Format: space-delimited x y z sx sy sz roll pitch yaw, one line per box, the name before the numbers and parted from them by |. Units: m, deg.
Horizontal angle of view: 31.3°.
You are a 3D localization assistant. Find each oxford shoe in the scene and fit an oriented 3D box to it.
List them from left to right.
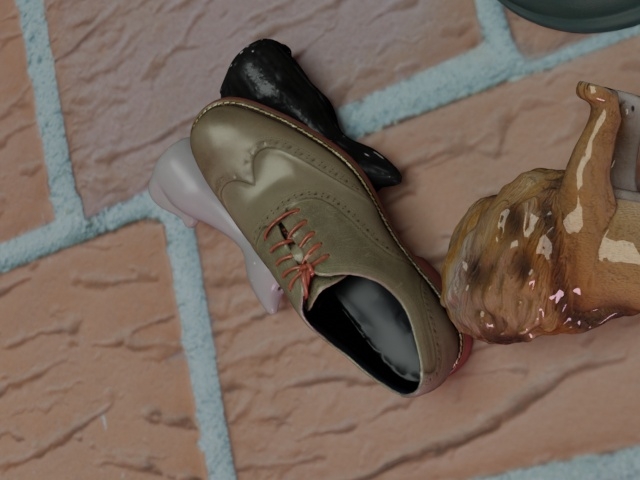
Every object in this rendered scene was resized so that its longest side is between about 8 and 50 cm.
oxford shoe | 0.000 0.000 1.051 0.348 0.130 0.123 43 110 7

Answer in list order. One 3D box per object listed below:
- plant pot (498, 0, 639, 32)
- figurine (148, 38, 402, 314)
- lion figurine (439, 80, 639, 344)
plant pot | 0.217 -0.346 0.980 0.293 0.196 0.293 -4 83 29
figurine | -0.047 -0.060 1.171 0.209 0.092 0.215 47 109 21
lion figurine | 0.292 0.014 0.932 0.392 0.142 0.240 18 101 26
